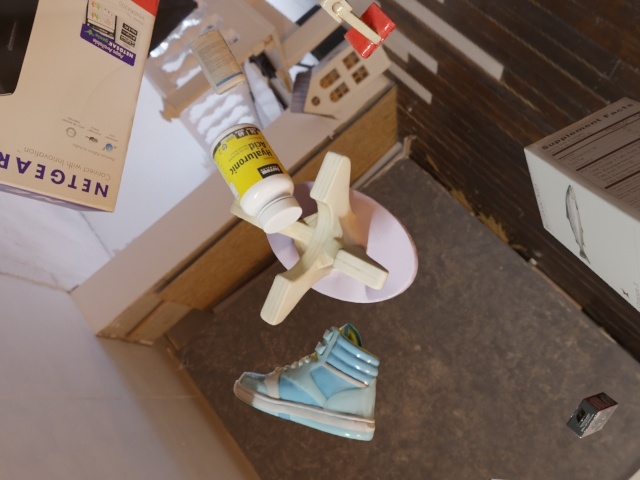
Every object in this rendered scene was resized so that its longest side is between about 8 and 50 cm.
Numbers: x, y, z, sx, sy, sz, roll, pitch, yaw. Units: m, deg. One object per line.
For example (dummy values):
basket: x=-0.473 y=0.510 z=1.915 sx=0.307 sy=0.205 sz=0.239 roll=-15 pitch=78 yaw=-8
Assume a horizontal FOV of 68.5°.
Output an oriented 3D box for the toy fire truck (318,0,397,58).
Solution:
toy fire truck: x=-0.003 y=-0.243 z=0.440 sx=0.135 sy=0.047 sz=0.192 roll=50 pitch=-155 yaw=3

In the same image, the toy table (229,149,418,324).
toy table: x=0.000 y=0.000 z=0.708 sx=0.274 sy=0.253 sz=0.160 roll=14 pitch=-176 yaw=24

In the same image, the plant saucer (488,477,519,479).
plant saucer: x=0.223 y=0.383 z=0.542 sx=0.067 sy=0.192 sz=0.018 roll=20 pitch=148 yaw=-29

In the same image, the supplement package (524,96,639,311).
supplement package: x=0.269 y=-0.028 z=0.388 sx=0.105 sy=0.105 sz=0.179 roll=59 pitch=-172 yaw=-29

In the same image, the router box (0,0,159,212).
router box: x=-0.343 y=-0.211 z=0.468 sx=0.082 sy=0.302 sz=0.335 roll=4 pitch=172 yaw=33

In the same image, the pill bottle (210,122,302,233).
pill bottle: x=-0.069 y=-0.068 z=0.524 sx=0.116 sy=0.065 sz=0.065 roll=57 pitch=178 yaw=16

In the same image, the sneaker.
sneaker: x=-0.020 y=0.259 z=0.951 sx=0.318 sy=0.209 sz=0.127 roll=6 pitch=162 yaw=29

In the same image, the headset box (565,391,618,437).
headset box: x=0.464 y=0.299 z=0.806 sx=0.083 sy=0.062 sz=0.032 roll=3 pitch=-154 yaw=-38

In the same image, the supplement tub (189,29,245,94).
supplement tub: x=-0.205 y=-0.355 z=0.941 sx=0.107 sy=0.071 sz=0.071 roll=62 pitch=173 yaw=-14
